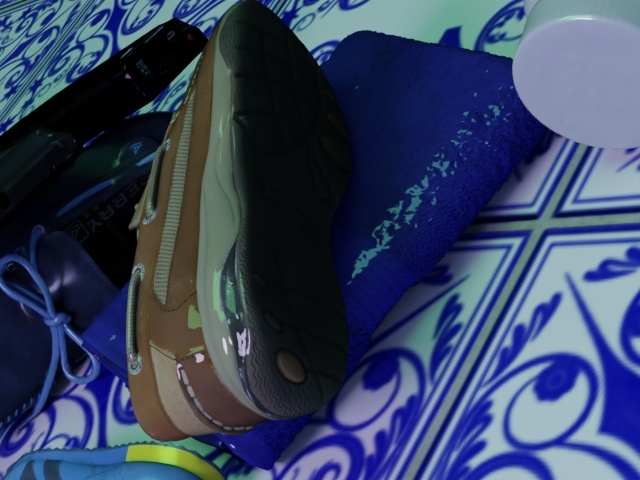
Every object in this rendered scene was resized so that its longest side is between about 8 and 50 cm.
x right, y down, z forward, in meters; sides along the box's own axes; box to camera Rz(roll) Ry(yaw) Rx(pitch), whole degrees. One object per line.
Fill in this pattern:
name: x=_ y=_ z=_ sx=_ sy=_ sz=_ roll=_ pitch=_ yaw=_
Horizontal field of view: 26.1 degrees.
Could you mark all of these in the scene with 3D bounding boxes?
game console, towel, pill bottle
game console: x=-0.234 y=-0.055 z=1.074 sx=0.213 sy=0.044 sz=0.361 roll=-26 pitch=18 yaw=35
towel: x=0.000 y=0.000 z=0.909 sx=0.308 sy=0.076 sz=0.228 roll=-50 pitch=36 yaw=-12
pill bottle: x=0.191 y=-0.167 z=0.822 sx=0.121 sy=0.121 sz=0.221 roll=-14 pitch=40 yaw=43

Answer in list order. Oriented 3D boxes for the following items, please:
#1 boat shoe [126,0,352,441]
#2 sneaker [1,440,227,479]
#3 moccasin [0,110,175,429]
boat shoe: x=-0.061 y=-0.020 z=0.819 sx=0.120 sy=0.122 sz=0.324 roll=-28 pitch=36 yaw=25
sneaker: x=-0.147 y=0.177 z=0.856 sx=0.209 sy=0.069 sz=0.082 roll=-14 pitch=44 yaw=43
moccasin: x=-0.199 y=0.019 z=1.068 sx=0.117 sy=0.138 sz=0.342 roll=8 pitch=58 yaw=51
